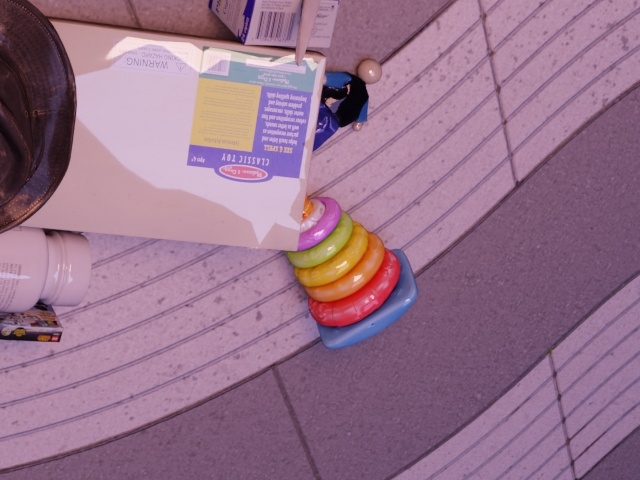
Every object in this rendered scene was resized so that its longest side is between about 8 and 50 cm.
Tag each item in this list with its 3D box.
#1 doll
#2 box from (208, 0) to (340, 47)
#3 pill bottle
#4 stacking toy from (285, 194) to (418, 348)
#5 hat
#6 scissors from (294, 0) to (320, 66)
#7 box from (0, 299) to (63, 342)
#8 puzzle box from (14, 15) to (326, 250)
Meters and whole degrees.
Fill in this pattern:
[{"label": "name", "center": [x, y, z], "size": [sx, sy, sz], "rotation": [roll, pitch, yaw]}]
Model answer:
[{"label": "doll", "center": [0.016, -0.197, 1.839], "size": [0.189, 0.046, 0.129], "rotation": [-41, 131, 0]}, {"label": "box", "center": [-0.062, -0.314, 1.659], "size": [0.126, 0.137, 0.072], "rotation": [-2, 122, -28]}, {"label": "pill bottle", "center": [-0.431, 0.030, 1.675], "size": [0.229, 0.131, 0.131], "rotation": [6, 116, -32]}, {"label": "stacking toy", "center": [0.000, 0.000, 1.906], "size": [0.175, 0.166, 0.302], "rotation": [-32, 119, 10]}, {"label": "hat", "center": [-0.421, -0.131, 1.472], "size": [0.331, 0.134, 0.331], "rotation": [-9, 114, -22]}, {"label": "scissors", "center": [0.002, -0.333, 1.610], "size": [0.109, 0.297, 0.021], "rotation": [7, 144, -21]}, {"label": "box", "center": [-0.437, 0.105, 1.745], "size": [0.137, 0.094, 0.027], "rotation": [6, 116, -32]}, {"label": "puzzle box", "center": [-0.210, -0.136, 1.639], "size": [0.409, 0.052, 0.272], "rotation": [6, 105, -13]}]
